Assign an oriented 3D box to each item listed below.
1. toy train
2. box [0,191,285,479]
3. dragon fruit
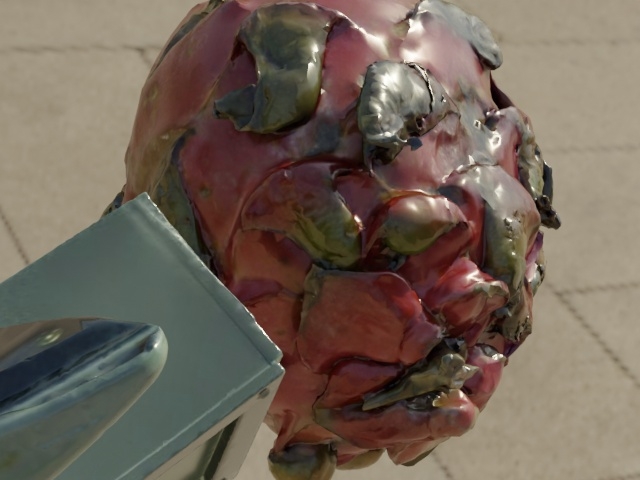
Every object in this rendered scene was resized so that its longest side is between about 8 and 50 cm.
[{"bbox_3d":[-0.141,0.070,0.349,0.252,0.048,0.055,-17,22,15],"label":"toy train"},{"bbox_3d":[-0.129,0.098,0.563,0.225,0.129,0.086,-36,76,-24],"label":"box"},{"bbox_3d":[0.000,0.000,0.941,0.250,0.269,0.291,16,57,-41],"label":"dragon fruit"}]
